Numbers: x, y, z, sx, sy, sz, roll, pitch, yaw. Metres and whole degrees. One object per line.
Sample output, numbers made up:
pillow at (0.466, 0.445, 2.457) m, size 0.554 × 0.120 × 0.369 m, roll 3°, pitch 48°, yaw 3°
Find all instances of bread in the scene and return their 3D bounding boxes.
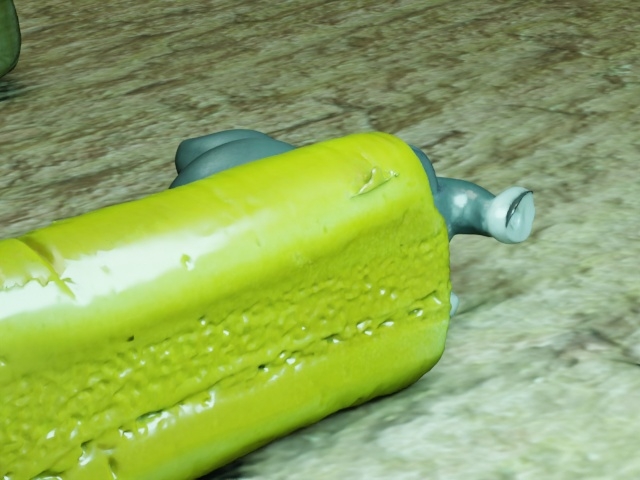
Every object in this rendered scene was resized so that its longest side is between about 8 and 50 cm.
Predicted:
bread at (-0.084, 0.049, 0.962) m, size 0.383 × 0.166 × 0.112 m, roll -21°, pitch 22°, yaw -38°

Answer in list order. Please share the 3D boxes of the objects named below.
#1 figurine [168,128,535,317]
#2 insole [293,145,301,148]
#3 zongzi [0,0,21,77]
figurine at (0.002, -0.004, 1.158) m, size 0.265 × 0.140 × 0.193 m, roll -12°, pitch 31°, yaw 29°
insole at (-0.024, -0.076, 1.570) m, size 0.188 × 0.004 × 0.064 m, roll 10°, pitch 25°, yaw 39°
zongzi at (-0.552, -0.241, 1.951) m, size 0.393 × 0.174 × 0.356 m, roll -14°, pitch 24°, yaw -23°
